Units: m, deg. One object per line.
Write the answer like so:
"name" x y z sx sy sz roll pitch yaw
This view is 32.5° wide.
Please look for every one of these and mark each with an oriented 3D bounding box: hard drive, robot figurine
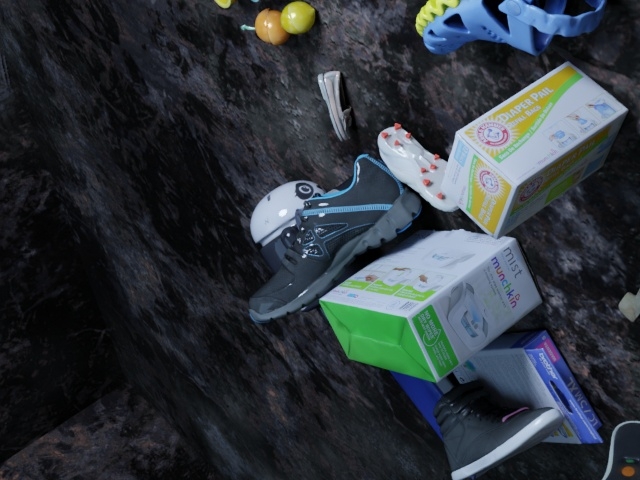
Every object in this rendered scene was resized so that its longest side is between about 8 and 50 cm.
"hard drive" 0.208 0.285 2.053 0.318 0.040 0.210 52 166 23
"robot figurine" -0.009 0.020 2.054 0.278 0.174 0.209 57 153 0

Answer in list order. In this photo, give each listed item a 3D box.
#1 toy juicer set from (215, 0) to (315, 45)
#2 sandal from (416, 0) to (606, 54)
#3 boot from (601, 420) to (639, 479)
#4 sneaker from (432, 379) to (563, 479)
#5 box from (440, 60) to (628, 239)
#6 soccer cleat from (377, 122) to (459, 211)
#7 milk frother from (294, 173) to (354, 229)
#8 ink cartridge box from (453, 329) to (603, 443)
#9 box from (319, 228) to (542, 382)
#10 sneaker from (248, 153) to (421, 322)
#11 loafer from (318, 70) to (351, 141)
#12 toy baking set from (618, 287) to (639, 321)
"toy juicer set" -0.087 -0.425 1.754 0.209 0.089 0.329 54 155 8
"sandal" 0.227 -0.277 1.320 0.138 0.126 0.317 55 157 -7
"boot" 0.450 0.411 1.608 0.088 0.244 0.176 5 129 28
"sneaker" 0.273 0.288 1.790 0.296 0.105 0.146 -48 61 55
"box" 0.260 -0.111 1.349 0.103 0.203 0.114 46 153 23
"soccer cleat" 0.159 -0.105 1.721 0.196 0.068 0.076 49 160 33
"milk frother" 0.050 -0.050 1.896 0.129 0.135 0.143 48 154 17
"ink cartridge box" 0.338 0.242 1.805 0.185 0.065 0.311 58 159 -6
"box" 0.168 0.092 1.733 0.262 0.231 0.126 5 124 60
"sneaker" 0.000 0.000 1.819 0.139 0.341 0.125 49 -175 -6
"loafer" 0.032 -0.224 1.836 0.045 0.039 0.125 -84 -25 -60
"toy baking set" 0.476 0.098 1.413 0.256 0.030 0.196 30 144 45
